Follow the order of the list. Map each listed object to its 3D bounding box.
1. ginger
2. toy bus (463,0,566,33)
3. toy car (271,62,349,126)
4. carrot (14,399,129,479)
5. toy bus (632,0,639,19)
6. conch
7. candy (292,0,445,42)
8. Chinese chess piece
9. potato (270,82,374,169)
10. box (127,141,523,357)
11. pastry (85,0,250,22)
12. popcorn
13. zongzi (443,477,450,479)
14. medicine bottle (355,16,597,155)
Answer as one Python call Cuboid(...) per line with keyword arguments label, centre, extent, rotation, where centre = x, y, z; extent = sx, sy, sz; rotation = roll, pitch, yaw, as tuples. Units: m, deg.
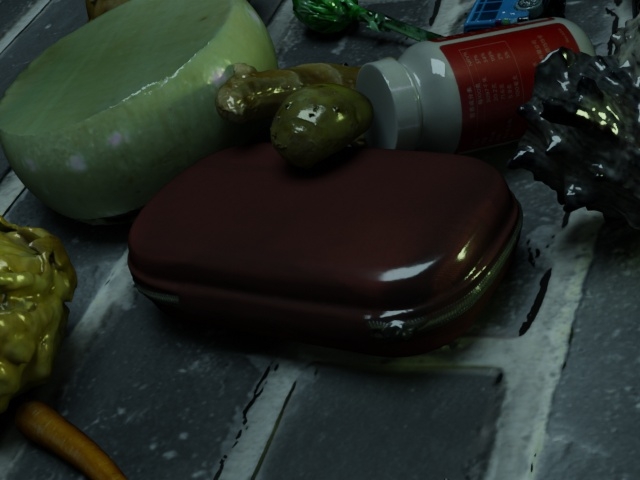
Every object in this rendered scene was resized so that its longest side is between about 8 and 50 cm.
Cuboid(label="ginger", centre=(0.010, -0.149, 1.436), extent=(0.294, 0.131, 0.086), rotation=(-3, -20, -32))
Cuboid(label="toy bus", centre=(0.249, -0.288, 1.610), extent=(0.106, 0.090, 0.185), rotation=(-1, 38, 26))
Cuboid(label="toy car", centre=(-0.007, -0.157, 1.557), extent=(0.071, 0.063, 0.165), rotation=(-5, 36, 19))
Cuboid(label="carrot", centre=(-0.225, 0.195, 1.178), extent=(0.037, 0.037, 0.190), rotation=(-38, 41, -28))
Cuboid(label="toy bus", centre=(0.390, -0.344, 1.428), extent=(0.112, 0.317, 0.138), rotation=(-10, 31, 6))
Cuboid(label="conch", centre=(0.326, -0.126, 1.222), extent=(0.313, 0.241, 0.186), rotation=(-14, -3, -16))
Cuboid(label="candy", centre=(0.085, -0.293, 1.711), extent=(0.323, 0.097, 0.097), rotation=(28, 54, 37))
Cuboid(label="Chinese chess piece", centre=(-0.216, -0.170, 1.539), extent=(0.349, 0.146, 0.349), rotation=(-21, 31, 13))
Cuboid(label="potato", centre=(0.001, -0.126, 1.318), extent=(0.091, 0.070, 0.138), rotation=(4, 29, 26))
Cuboid(label="box", centre=(0.000, 0.000, 1.290), extent=(0.403, 0.108, 0.263), rotation=(8, 38, 32))
Cuboid(label="pastry", centre=(-0.215, -0.372, 1.807), extent=(0.255, 0.162, 0.311), rotation=(-16, 14, -2))
Cuboid(label="popcorn", centre=(-0.360, 0.079, 1.268), extent=(0.250, 0.190, 0.250), rotation=(-19, 15, 5))
Cuboid(label="zongzi", centre=(0.112, 0.217, 0.974), extent=(0.067, 0.073, 0.083), rotation=(-24, 29, 23))
Cuboid(label="medicine bottle", centre=(0.173, -0.164, 1.394), extent=(0.250, 0.131, 0.131), rotation=(-14, 32, -19))
